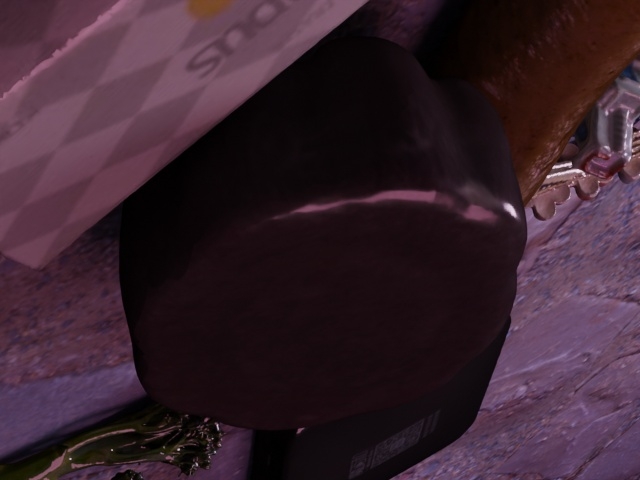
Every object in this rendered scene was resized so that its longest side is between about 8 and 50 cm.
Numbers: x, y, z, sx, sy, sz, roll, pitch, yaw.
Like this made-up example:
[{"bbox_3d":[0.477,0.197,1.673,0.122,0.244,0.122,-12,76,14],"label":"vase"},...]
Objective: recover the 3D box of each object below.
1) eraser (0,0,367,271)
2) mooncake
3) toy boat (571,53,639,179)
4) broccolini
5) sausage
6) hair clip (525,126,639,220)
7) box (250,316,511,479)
[{"bbox_3d":[-0.080,-0.153,0.981,0.397,0.082,0.213,-38,157,7],"label":"eraser"},{"bbox_3d":[0.000,0.000,1.194,0.306,0.154,0.306,-6,146,-4],"label":"mooncake"},{"bbox_3d":[0.248,-0.137,1.359,0.114,0.115,0.262,16,132,-31],"label":"toy boat"},{"bbox_3d":[-0.253,0.226,1.469,0.392,0.074,0.079,-23,147,-27],"label":"broccolini"},{"bbox_3d":[0.140,-0.100,1.301,0.123,0.136,0.501,-2,143,-31],"label":"sausage"},{"bbox_3d":[0.236,-0.062,1.586,0.214,0.062,0.056,-17,162,-31],"label":"hair clip"},{"bbox_3d":[0.059,0.187,1.804,0.289,0.073,0.290,-26,154,-19],"label":"box"}]
